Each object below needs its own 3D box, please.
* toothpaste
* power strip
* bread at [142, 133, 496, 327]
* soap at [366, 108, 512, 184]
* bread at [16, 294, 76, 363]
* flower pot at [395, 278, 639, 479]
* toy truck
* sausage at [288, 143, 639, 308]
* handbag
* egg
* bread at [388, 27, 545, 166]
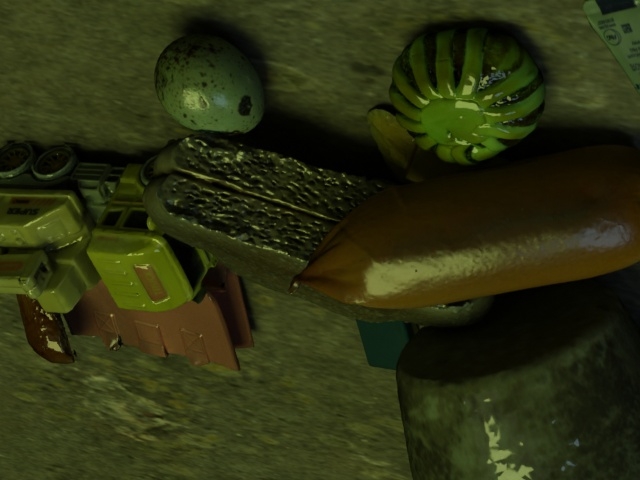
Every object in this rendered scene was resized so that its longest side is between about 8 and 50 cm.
[{"bbox_3d":[0.284,-0.116,1.453,0.062,0.037,0.216,-12,127,40],"label":"toothpaste"},{"bbox_3d":[0.067,0.084,1.832,0.056,0.032,0.123,7,140,22],"label":"power strip"},{"bbox_3d":[-0.001,0.004,1.683,0.337,0.102,0.183,18,160,0],"label":"bread"},{"bbox_3d":[0.113,-0.063,1.619,0.168,0.033,0.089,21,144,7],"label":"soap"},{"bbox_3d":[-0.307,0.076,1.958,0.044,0.129,0.126,-21,102,-4],"label":"bread"},{"bbox_3d":[0.221,0.223,1.682,0.293,0.293,0.330,-9,108,38],"label":"flower pot"},{"bbox_3d":[-0.236,-0.001,1.793,0.272,0.157,0.124,4,140,27],"label":"toy truck"},{"bbox_3d":[0.125,-0.004,1.545,0.328,0.112,0.112,-11,136,8],"label":"sausage"},{"bbox_3d":[-0.184,0.062,1.928,0.212,0.059,0.157,10,141,22],"label":"handbag"},{"bbox_3d":[-0.097,-0.136,1.604,0.085,0.085,0.110,-16,136,42],"label":"egg"},{"bbox_3d":[0.123,-0.118,1.515,0.139,0.071,0.130,-10,128,38],"label":"bread"}]
